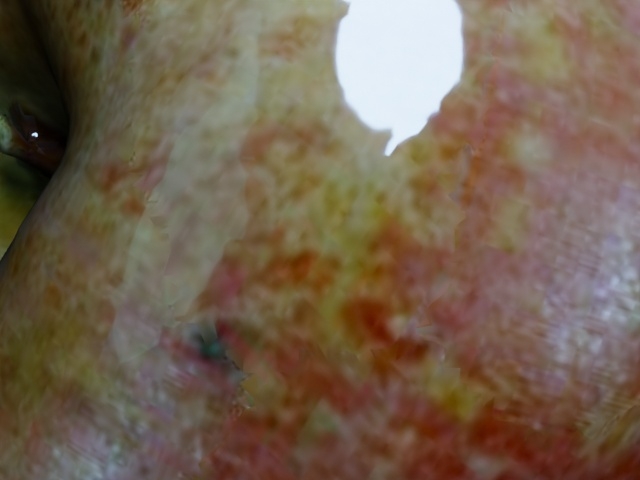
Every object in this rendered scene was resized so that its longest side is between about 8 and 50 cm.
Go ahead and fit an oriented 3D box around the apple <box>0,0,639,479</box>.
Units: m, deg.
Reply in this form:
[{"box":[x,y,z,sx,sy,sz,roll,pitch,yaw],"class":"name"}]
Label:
[{"box":[0.000,0.000,0.537,0.348,0.277,0.348,-20,63,46],"class":"apple"}]
